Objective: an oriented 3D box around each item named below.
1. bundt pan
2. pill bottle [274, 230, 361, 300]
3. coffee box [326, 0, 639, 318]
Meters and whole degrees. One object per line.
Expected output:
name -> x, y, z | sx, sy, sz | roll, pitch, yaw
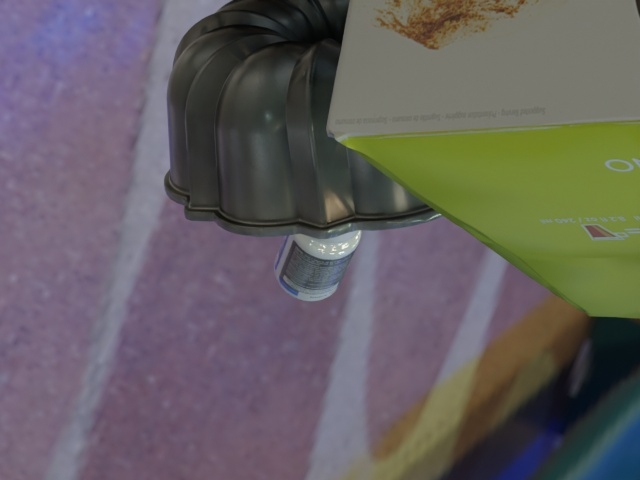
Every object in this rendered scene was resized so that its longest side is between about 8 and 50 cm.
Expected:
bundt pan -> 0.030, -0.125, 1.474 | 0.331, 0.330, 0.124 | -40, 128, -47
pill bottle -> 0.000, 0.000, 2.058 | 0.078, 0.078, 0.137 | -52, 172, -32
coffee box -> 0.254, -0.154, 1.149 | 0.338, 0.337, 0.334 | 32, 63, -50
